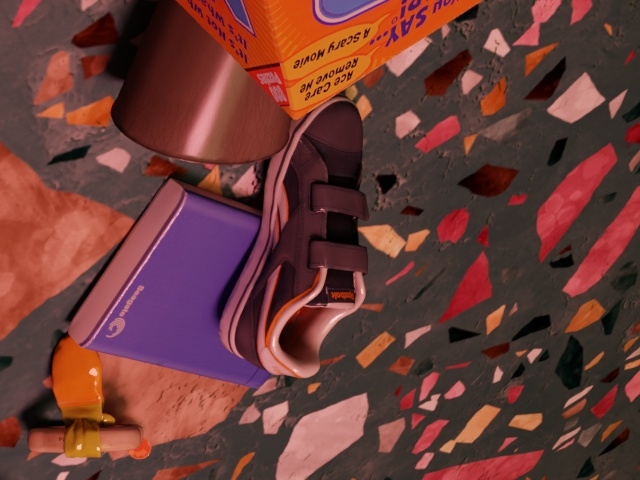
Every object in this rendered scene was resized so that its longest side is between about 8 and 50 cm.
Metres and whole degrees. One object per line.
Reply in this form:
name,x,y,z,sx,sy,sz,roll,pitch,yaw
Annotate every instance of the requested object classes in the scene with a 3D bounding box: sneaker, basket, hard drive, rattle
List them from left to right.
rattle,-0.257,0.186,2.152,0.130,0.143,0.199,-20,171,24
hard drive,-0.118,0.057,2.133,0.318,0.040,0.210,20,109,-53
basket,-0.085,-0.209,1.800,0.204,0.154,0.227,-14,133,-45
sneaker,0.000,0.000,2.069,0.126,0.127,0.321,4,108,-49

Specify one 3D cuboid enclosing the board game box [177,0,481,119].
board game box,-0.005,-0.397,1.489,0.356,0.356,0.356,-34,145,-14
